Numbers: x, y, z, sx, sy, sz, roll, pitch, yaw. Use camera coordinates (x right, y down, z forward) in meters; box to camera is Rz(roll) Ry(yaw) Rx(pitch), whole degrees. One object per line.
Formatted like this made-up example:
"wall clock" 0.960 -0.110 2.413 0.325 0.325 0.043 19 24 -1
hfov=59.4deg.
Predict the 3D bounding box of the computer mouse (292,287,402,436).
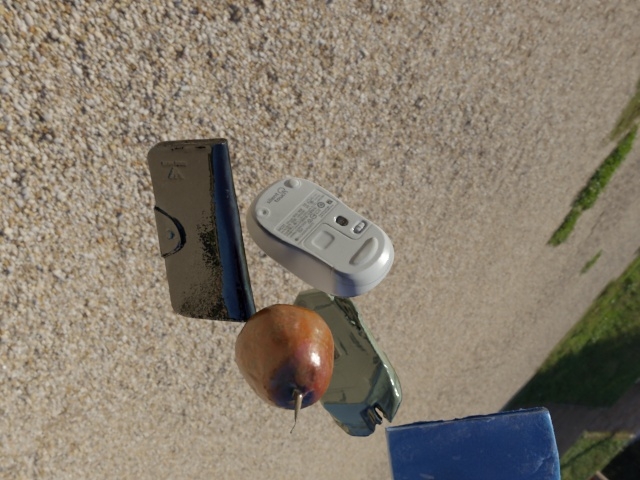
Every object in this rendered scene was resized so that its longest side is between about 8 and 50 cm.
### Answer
"computer mouse" 0.060 0.319 1.543 0.228 0.429 0.145 -34 157 7

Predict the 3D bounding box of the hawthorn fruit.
"hawthorn fruit" -0.034 0.175 0.793 0.149 0.189 0.149 -26 137 -27

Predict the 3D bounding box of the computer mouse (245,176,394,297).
"computer mouse" 0.000 0.000 1.092 0.184 0.296 0.121 -52 160 -29

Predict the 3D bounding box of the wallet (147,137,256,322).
"wallet" -0.209 -0.013 0.966 0.045 0.172 0.318 -38 126 -61

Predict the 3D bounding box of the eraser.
"eraser" 0.285 0.405 1.056 0.311 0.144 0.042 -8 175 3
